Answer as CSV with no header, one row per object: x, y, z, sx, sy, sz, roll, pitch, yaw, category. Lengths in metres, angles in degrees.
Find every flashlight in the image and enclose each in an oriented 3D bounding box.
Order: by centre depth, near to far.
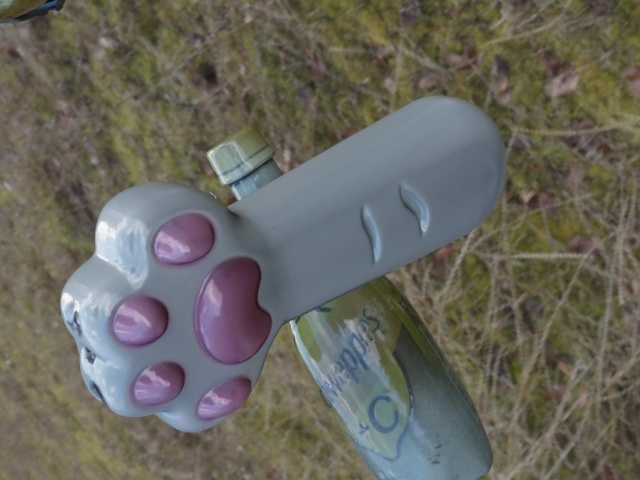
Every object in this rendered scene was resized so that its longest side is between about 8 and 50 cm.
0.000,0.000,0.365,0.047,0.200,0.093,22,131,47,flashlight

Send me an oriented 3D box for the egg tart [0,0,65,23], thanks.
-0.293,-0.237,0.762,0.232,0.252,0.098,-46,52,34,egg tart

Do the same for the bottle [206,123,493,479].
0.013,0.048,0.613,0.270,0.083,0.083,56,151,-9,bottle
